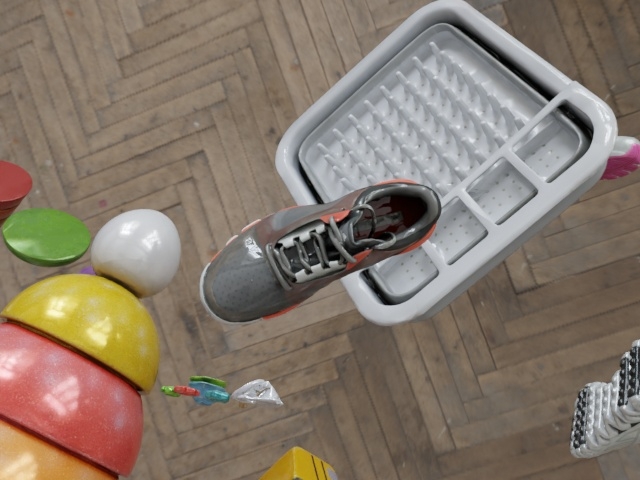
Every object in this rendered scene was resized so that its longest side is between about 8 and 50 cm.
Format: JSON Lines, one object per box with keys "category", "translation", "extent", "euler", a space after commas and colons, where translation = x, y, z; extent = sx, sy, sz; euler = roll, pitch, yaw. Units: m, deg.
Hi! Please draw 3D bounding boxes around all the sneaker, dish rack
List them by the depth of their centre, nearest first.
{"category": "sneaker", "translation": [0.000, 0.000, 0.419], "extent": [0.157, 0.065, 0.061], "euler": [-27, 88, -7]}
{"category": "dish rack", "translation": [0.114, -0.085, 0.742], "extent": [0.285, 0.072, 0.333], "euler": [-41, 45, 11]}
{"category": "sneaker", "translation": [0.426, 0.237, 0.964], "extent": [0.118, 0.292, 0.110], "euler": [17, 60, 3]}
{"category": "sneaker", "translation": [0.363, -0.160, 1.048], "extent": [0.102, 0.252, 0.111], "euler": [14, 96, -32]}

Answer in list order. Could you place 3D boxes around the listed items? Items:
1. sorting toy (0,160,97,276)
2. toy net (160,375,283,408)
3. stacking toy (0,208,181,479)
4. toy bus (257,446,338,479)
{"category": "sorting toy", "translation": [-0.453, 0.019, 1.124], "extent": [0.365, 0.127, 0.126], "euler": [38, 125, 21]}
{"category": "toy net", "translation": [-0.158, 0.245, 1.181], "extent": [0.232, 0.122, 0.045], "euler": [-10, 60, 41]}
{"category": "stacking toy", "translation": [-0.317, 0.168, 0.902], "extent": [0.350, 0.351, 0.480], "euler": [24, 64, 9]}
{"category": "toy bus", "translation": [-0.015, 0.426, 0.928], "extent": [0.108, 0.333, 0.130], "euler": [-45, 117, 11]}
